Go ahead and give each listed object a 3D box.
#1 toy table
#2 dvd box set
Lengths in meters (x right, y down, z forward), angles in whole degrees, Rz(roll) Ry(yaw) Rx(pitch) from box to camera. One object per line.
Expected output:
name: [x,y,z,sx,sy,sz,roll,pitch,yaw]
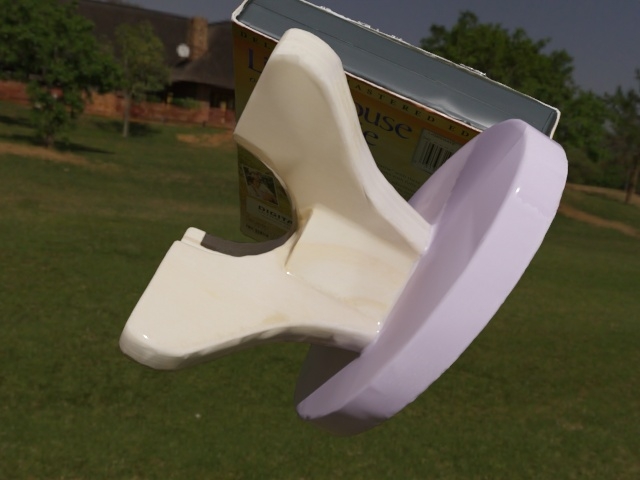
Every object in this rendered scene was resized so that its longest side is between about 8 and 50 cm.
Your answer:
toy table: [0.000,0.000,0.462,0.161,0.274,0.252,29,35,-8]
dvd box set: [0.048,-0.062,0.824,0.307,0.062,0.420,25,-26,8]
